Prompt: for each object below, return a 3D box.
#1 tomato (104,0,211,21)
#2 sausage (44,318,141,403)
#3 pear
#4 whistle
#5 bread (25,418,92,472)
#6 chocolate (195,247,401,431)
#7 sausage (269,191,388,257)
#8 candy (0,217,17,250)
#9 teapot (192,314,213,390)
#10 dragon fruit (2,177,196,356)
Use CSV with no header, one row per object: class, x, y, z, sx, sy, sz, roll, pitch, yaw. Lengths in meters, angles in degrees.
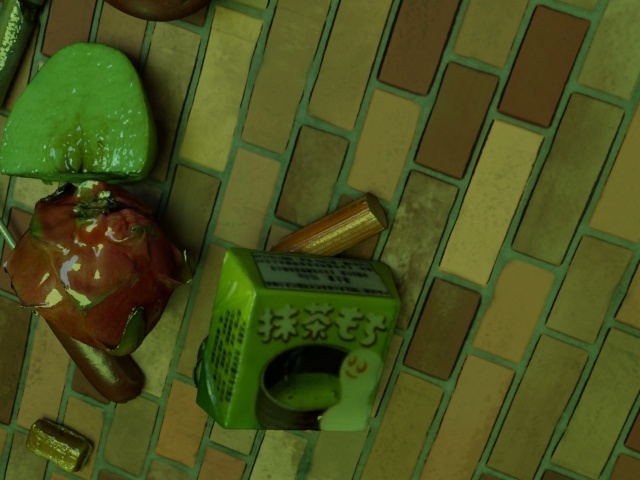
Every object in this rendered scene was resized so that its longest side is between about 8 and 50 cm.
tomato,-0.260,-0.474,1.361,0.265,0.265,0.265,4,106,14
sausage,-0.446,0.187,1.679,0.089,0.083,0.300,-32,96,8
pear,-0.396,-0.218,1.534,0.288,0.139,0.239,0,90,19
whistle,-0.543,-0.374,1.563,0.068,0.057,0.326,35,111,13
bread,-0.528,0.413,1.779,0.132,0.053,0.074,23,105,8
chocolate,-0.031,0.177,1.471,0.300,0.137,0.289,5,108,-24
sausage,0.000,0.000,1.517,0.234,0.071,0.071,-27,97,20
candy,-0.637,-0.097,1.646,0.124,0.124,0.365,-25,105,19
teapot,-0.171,0.211,1.594,0.130,0.119,0.166,-7,102,16
dragon fruit,-0.356,0.023,1.502,0.305,0.305,0.226,40,103,1
